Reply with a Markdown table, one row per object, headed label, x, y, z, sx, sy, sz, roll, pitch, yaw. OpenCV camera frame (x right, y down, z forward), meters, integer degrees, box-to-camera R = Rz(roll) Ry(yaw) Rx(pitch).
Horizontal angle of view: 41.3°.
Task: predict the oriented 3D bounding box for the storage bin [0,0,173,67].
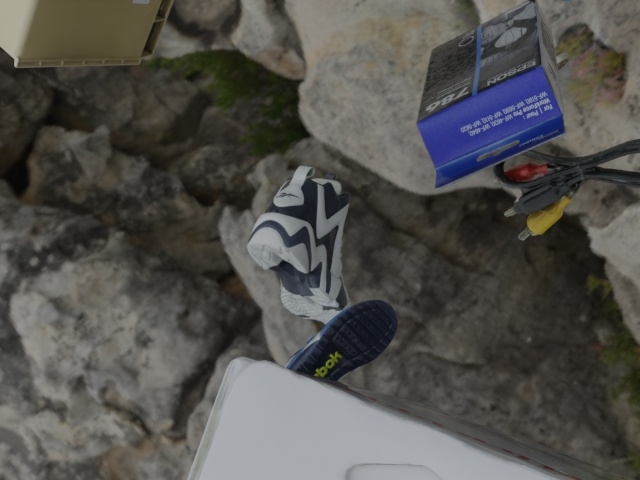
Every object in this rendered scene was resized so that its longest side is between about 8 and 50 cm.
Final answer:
| label | x | y | z | sx | sy | sz | roll | pitch | yaw |
| --- | --- | --- | --- | --- | --- | --- | --- | --- | --- |
| storage bin | -0.311 | -0.380 | 1.151 | 0.123 | 0.260 | 0.262 | 40 | 121 | 21 |

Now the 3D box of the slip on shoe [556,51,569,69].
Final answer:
| label | x | y | z | sx | sy | sz | roll | pitch | yaw |
| --- | --- | --- | --- | --- | --- | --- | --- | --- | --- |
| slip on shoe | 0.331 | -0.265 | 1.315 | 0.041 | 0.051 | 0.135 | 63 | 160 | 3 |

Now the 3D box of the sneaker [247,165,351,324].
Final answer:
| label | x | y | z | sx | sy | sz | roll | pitch | yaw |
| --- | --- | --- | --- | --- | --- | --- | --- | --- | --- |
| sneaker | 0.000 | 0.000 | 1.047 | 0.094 | 0.153 | 0.235 | 7 | 152 | 32 |

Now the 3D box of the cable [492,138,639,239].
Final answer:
| label | x | y | z | sx | sy | sz | roll | pitch | yaw |
| --- | --- | --- | --- | --- | --- | --- | --- | --- | --- |
| cable | 0.359 | -0.101 | 1.206 | 0.287 | 0.072 | 0.140 | -27 | 91 | 44 |

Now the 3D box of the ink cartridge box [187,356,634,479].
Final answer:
| label | x | y | z | sx | sy | sz | roll | pitch | yaw |
| --- | --- | --- | --- | --- | --- | --- | --- | --- | --- |
| ink cartridge box | 0.111 | 0.224 | 0.632 | 0.285 | 0.395 | 0.166 | 16 | 83 | 27 |

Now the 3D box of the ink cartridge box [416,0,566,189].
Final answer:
| label | x | y | z | sx | sy | sz | roll | pitch | yaw |
| --- | --- | --- | --- | --- | --- | --- | --- | --- | --- |
| ink cartridge box | 0.211 | -0.195 | 1.062 | 0.165 | 0.333 | 0.065 | -23 | 116 | 23 |

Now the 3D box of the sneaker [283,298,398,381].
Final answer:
| label | x | y | z | sx | sy | sz | roll | pitch | yaw |
| --- | --- | --- | --- | --- | --- | --- | --- | --- | --- |
| sneaker | 0.008 | 0.105 | 0.779 | 0.053 | 0.144 | 0.059 | 50 | 175 | -5 |
